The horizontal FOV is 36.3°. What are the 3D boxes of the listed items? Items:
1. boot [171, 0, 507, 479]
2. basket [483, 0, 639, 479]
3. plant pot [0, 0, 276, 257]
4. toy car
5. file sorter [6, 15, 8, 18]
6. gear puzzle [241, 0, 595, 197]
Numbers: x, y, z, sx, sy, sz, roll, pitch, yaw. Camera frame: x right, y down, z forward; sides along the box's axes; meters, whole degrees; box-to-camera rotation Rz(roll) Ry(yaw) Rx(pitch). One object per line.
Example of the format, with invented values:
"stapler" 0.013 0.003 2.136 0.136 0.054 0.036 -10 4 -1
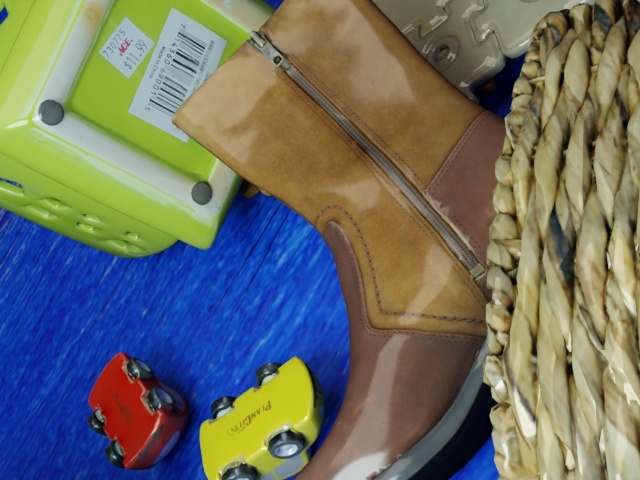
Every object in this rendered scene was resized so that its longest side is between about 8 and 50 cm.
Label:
"boot" 0.000 0.000 0.560 0.280 0.096 0.264 43 99 24
"basket" 0.200 0.024 0.337 0.223 0.213 0.299 -17 55 39
"plant pot" -0.159 -0.121 0.758 0.207 0.227 0.228 6 70 54
"toy car" -0.095 0.188 0.655 0.239 0.053 0.224 -6 62 44
"file sorter" -0.397 -0.231 1.128 0.278 0.173 0.192 17 79 48
"gear puzzle" 0.057 -0.124 0.712 0.339 0.044 0.175 -34 47 30
